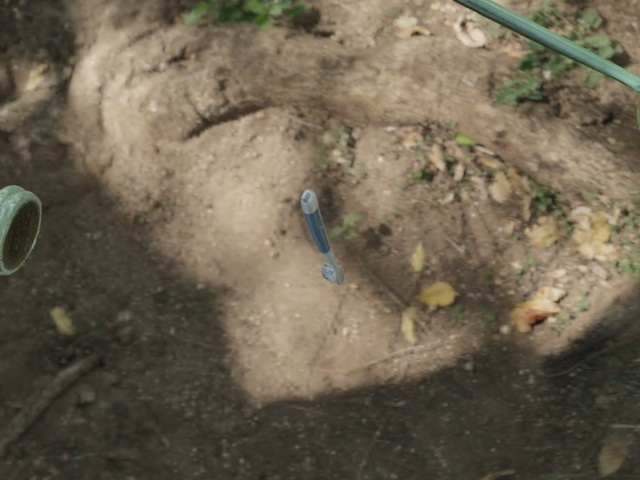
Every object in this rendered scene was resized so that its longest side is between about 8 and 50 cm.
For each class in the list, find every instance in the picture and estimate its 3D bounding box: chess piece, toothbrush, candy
[{"bbox_3d":[-0.690,-0.054,1.963,0.298,0.176,0.176,18,96,8],"label":"chess piece"},{"bbox_3d":[0.000,0.000,1.183,0.025,0.275,0.019,23,75,15],"label":"toothbrush"},{"bbox_3d":[0.258,-0.190,1.061,0.119,0.440,0.119,-59,15,27],"label":"candy"}]
